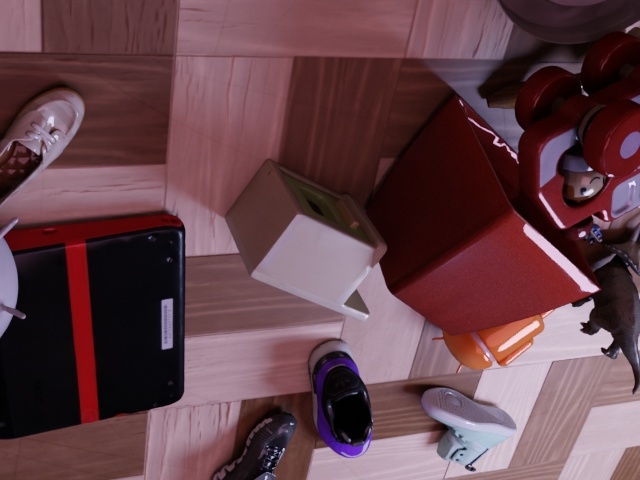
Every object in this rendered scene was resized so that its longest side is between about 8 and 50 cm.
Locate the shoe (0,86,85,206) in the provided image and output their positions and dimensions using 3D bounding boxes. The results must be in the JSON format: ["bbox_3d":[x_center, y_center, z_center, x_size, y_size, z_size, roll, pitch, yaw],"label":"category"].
[{"bbox_3d":[-0.383,-0.108,1.136,0.219,0.058,0.076,-43,130,12],"label":"shoe"}]

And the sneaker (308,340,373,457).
[{"bbox_3d":[0.047,0.331,1.599,0.102,0.146,0.293,-20,130,-7],"label":"sneaker"}]

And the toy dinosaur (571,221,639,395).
[{"bbox_3d":[0.540,0.121,1.610,0.121,0.313,0.160,11,149,0],"label":"toy dinosaur"}]

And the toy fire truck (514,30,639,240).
[{"bbox_3d":[0.406,-0.125,1.220,0.302,0.169,0.254,-28,131,-18],"label":"toy fire truck"}]

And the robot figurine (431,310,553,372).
[{"bbox_3d":[0.312,0.146,1.583,0.219,0.128,0.158,-36,152,5],"label":"robot figurine"}]

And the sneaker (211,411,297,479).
[{"bbox_3d":[-0.112,0.423,1.630,0.078,0.106,0.234,26,112,-37],"label":"sneaker"}]

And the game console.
[{"bbox_3d":[-0.377,0.138,1.341,0.342,0.060,0.386,-10,129,-22],"label":"game console"}]

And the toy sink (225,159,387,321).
[{"bbox_3d":[0.000,0.000,1.320,0.234,0.153,0.131,25,113,-34],"label":"toy sink"}]

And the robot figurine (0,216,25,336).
[{"bbox_3d":[-0.530,0.066,1.080,0.354,0.200,0.299,-11,90,8],"label":"robot figurine"}]

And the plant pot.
[{"bbox_3d":[0.225,-0.010,1.354,0.236,0.267,0.267,-37,132,22],"label":"plant pot"}]

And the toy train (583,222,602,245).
[{"bbox_3d":[0.465,-0.041,1.569,0.036,0.027,0.158,-47,129,1],"label":"toy train"}]

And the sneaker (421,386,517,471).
[{"bbox_3d":[0.268,0.391,1.775,0.256,0.094,0.151,25,116,-34],"label":"sneaker"}]

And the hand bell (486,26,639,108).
[{"bbox_3d":[0.374,-0.240,1.344,0.242,0.126,0.126,-11,130,2],"label":"hand bell"}]

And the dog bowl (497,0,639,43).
[{"bbox_3d":[0.356,-0.442,1.162,0.349,0.102,0.348,-12,130,-15],"label":"dog bowl"}]
